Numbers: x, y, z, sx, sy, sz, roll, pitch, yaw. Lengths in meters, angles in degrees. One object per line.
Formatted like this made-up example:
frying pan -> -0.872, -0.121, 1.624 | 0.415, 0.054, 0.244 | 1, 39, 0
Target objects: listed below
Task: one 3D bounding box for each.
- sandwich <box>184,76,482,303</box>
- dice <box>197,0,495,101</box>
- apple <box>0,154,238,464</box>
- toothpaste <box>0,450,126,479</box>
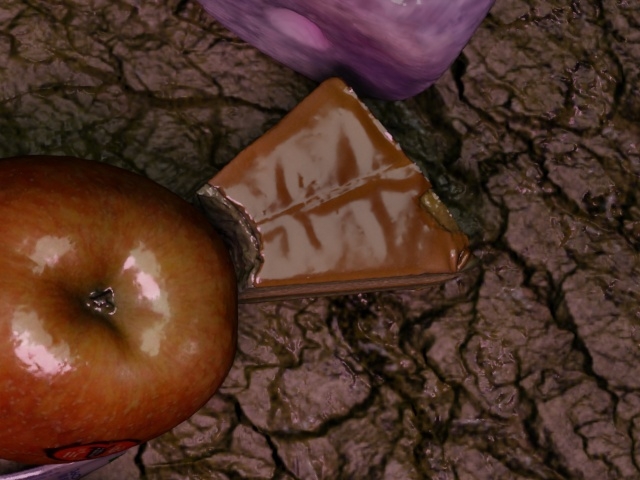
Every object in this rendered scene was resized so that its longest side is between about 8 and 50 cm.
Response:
sandwich -> 0.000, 0.000, 1.833 | 0.198, 0.155, 0.227 | -41, 93, -14
dice -> 0.041, -0.308, 1.826 | 0.270, 0.270, 0.271 | 29, 76, -9
apple -> -0.214, 0.058, 1.695 | 0.309, 0.250, 0.277 | -23, 106, -45
toothpaste -> -0.318, 0.240, 1.763 | 0.301, 0.075, 0.048 | -18, 57, -13
